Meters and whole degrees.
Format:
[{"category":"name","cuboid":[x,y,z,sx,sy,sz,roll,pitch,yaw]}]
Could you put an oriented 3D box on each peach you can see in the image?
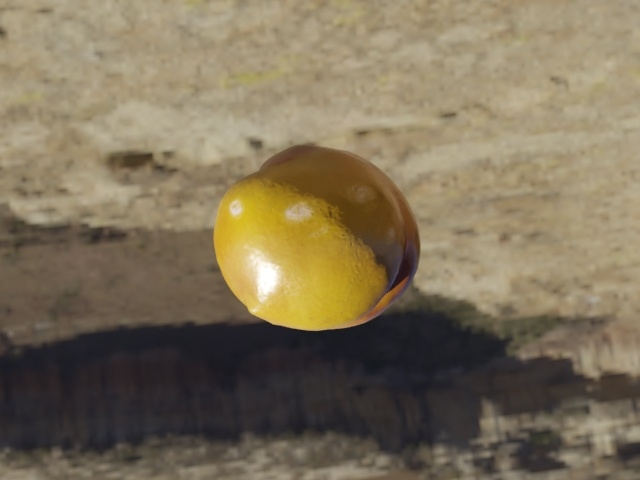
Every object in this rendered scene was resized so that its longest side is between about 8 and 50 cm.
[{"category":"peach","cuboid":[0.000,0.000,0.986,0.138,0.138,0.138,-7,169,-1]}]
